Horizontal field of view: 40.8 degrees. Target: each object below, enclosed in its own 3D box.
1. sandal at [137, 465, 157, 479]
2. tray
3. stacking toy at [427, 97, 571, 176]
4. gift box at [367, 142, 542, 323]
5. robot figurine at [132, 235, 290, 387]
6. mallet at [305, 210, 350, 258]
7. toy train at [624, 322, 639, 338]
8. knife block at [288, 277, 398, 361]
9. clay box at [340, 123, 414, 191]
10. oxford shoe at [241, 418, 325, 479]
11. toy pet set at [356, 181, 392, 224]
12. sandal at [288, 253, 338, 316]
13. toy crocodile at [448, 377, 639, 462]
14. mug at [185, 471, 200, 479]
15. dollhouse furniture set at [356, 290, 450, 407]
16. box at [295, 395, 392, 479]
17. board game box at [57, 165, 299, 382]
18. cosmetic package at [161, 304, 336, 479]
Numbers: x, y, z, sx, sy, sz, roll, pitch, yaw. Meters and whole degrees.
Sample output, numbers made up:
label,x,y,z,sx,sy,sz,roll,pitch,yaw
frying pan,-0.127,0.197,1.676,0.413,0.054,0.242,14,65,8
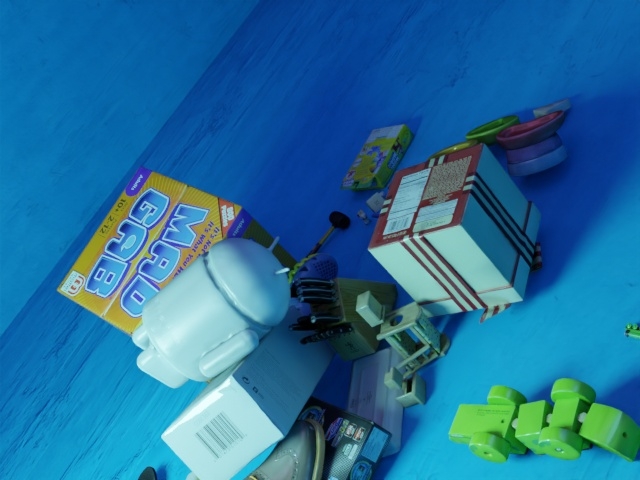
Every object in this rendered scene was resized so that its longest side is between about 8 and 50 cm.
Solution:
label,x,y,z,sx,sy,sz,roll,pitch,yaw
sandal,-0.381,0.598,1.964,0.067,0.040,0.179,-42,43,14
tray,0.101,0.319,1.720,0.145,0.030,0.270,-27,33,30
stacking toy,0.431,-0.194,1.944,0.308,0.130,0.279,-13,15,39
gift box,0.261,0.012,1.681,0.255,0.258,0.276,-12,43,44
robot figurine,-0.202,0.134,1.674,0.353,0.200,0.300,-40,43,10
mallet,0.000,0.000,2.259,0.190,0.039,0.062,-47,30,2
toy train,0.532,0.153,1.406,0.083,0.017,0.024,9,69,55
knife block,0.035,0.120,1.804,0.088,0.242,0.276,-22,26,36
clay box,0.150,-0.211,2.320,0.127,0.053,0.222,-2,50,50
oxford shoe,-0.112,0.476,1.546,0.130,0.132,0.364,8,66,56
toy pet set,0.157,-0.085,2.167,0.122,0.065,0.114,-42,-6,-1
sandal,-0.039,0.175,2.004,0.138,0.126,0.317,9,67,51
toy crocodile,0.346,0.301,1.379,0.340,0.105,0.115,-16,39,47
mug,-0.265,0.540,1.880,0.064,0.078,0.062,-83,14,-60
dollhouse furniture set,0.158,0.198,1.646,0.101,0.182,0.161,-27,33,28
box,-0.006,0.446,1.621,0.216,0.060,0.270,10,68,55
board game box,-0.313,0.100,2.047,0.356,0.356,0.356,21,74,36
cosmetic package,-0.130,0.303,1.729,0.217,0.156,0.385,-42,0,23
